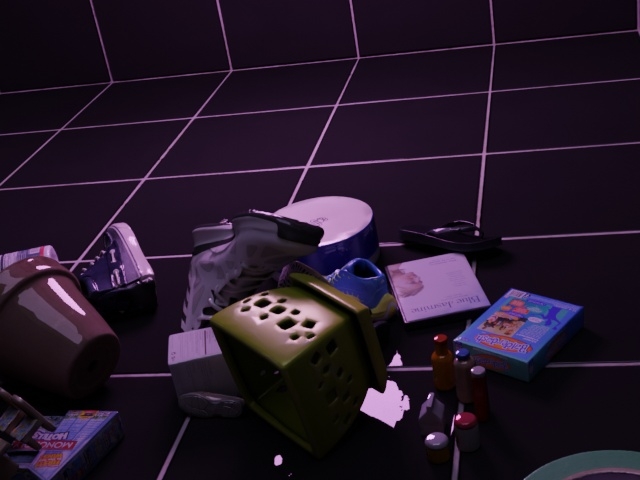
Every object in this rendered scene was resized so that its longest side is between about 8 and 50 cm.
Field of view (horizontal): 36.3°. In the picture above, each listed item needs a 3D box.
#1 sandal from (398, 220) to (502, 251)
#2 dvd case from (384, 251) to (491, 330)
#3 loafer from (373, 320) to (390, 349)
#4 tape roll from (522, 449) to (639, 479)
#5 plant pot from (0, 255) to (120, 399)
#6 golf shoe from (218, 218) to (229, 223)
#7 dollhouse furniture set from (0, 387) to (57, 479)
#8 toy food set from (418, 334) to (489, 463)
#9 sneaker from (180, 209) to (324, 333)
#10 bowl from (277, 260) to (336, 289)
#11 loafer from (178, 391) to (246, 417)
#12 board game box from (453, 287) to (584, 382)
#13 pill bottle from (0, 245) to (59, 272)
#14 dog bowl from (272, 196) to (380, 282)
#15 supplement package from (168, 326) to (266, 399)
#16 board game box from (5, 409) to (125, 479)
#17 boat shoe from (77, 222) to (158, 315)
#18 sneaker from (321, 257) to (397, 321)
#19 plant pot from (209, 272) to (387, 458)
[{"bbox_3d":[0.286,-0.017,2.206,0.254,0.055,0.097,9,16,33],"label":"sandal"},{"bbox_3d":[0.241,0.102,2.050,0.180,0.022,0.253,-11,27,-2],"label":"dvd case"},{"bbox_3d":[0.067,0.201,1.874,0.061,0.062,0.170,13,34,44],"label":"loafer"},{"bbox_3d":[0.406,0.415,1.318,0.321,0.077,0.321,-9,27,4],"label":"tape roll"},{"bbox_3d":[-0.524,0.192,1.926,0.229,0.263,0.263,27,42,25],"label":"plant pot"},{"bbox_3d":[-0.210,0.014,2.337,0.094,0.077,0.198,-35,28,-22],"label":"golf shoe"},{"bbox_3d":[-0.615,0.337,1.656,0.242,0.161,0.212,5,51,50],"label":"dollhouse furniture set"},{"bbox_3d":[0.225,0.262,1.648,0.111,0.105,0.232,-1,28,17],"label":"toy food set"},{"bbox_3d":[-0.142,0.091,1.926,0.169,0.258,0.447,15,-13,-27],"label":"sneaker"},{"bbox_3d":[-0.031,0.126,1.978,0.170,0.170,0.080,18,60,43],"label":"bowl"},{"bbox_3d":[-0.198,0.301,1.797,0.125,0.045,0.039,5,12,14],"label":"loafer"},{"bbox_3d":[0.374,0.173,1.834,0.160,0.047,0.210,15,36,40],"label":"board game box"},{"bbox_3d":[-0.721,0.081,2.331,0.180,0.108,0.108,-12,27,-3],"label":"pill bottle"},{"bbox_3d":[0.000,0.000,2.242,0.264,0.104,0.265,-8,27,4],"label":"dog bowl"},{"bbox_3d":[-0.190,0.231,1.854,0.179,0.105,0.105,-11,27,-2],"label":"supplement package"},{"bbox_3d":[-0.473,0.379,1.711,0.194,0.060,0.194,-2,27,15],"label":"board game box"},{"bbox_3d":[-0.495,0.063,2.261,0.158,0.127,0.340,-12,26,-21],"label":"boat shoe"},{"bbox_3d":[0.058,0.081,2.037,0.240,0.126,0.091,14,35,38],"label":"sneaker"},{"bbox_3d":[-0.023,0.198,1.691,0.207,0.227,0.228,-35,37,-24],"label":"plant pot"}]
